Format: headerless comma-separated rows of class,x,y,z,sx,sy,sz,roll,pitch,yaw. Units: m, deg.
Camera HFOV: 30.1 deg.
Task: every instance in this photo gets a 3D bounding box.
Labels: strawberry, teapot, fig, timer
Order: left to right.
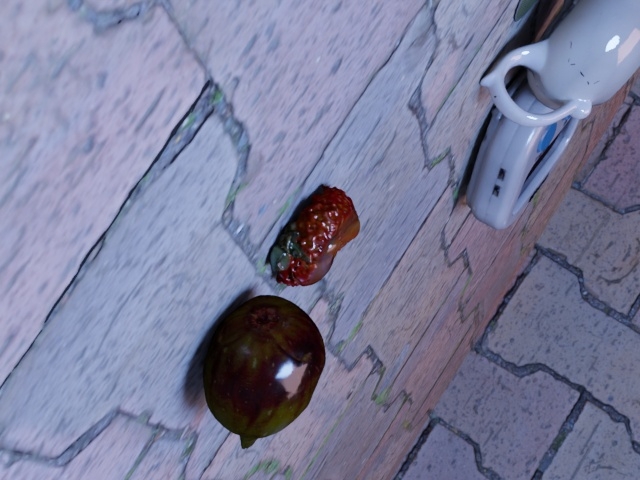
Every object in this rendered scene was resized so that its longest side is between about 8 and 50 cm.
fig,-0.052,0.124,1.038,0.109,0.103,0.154,-23,139,-29
strawberry,0.003,0.001,1.085,0.104,0.048,0.152,-59,163,12
timer,0.294,-0.152,1.671,0.262,0.087,0.237,-48,161,-36
teapot,0.320,-0.250,1.462,0.300,0.166,0.208,-44,-171,-25

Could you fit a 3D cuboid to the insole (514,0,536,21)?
insole,0.316,-0.392,1.426,0.322,0.007,0.109,-55,166,-12
